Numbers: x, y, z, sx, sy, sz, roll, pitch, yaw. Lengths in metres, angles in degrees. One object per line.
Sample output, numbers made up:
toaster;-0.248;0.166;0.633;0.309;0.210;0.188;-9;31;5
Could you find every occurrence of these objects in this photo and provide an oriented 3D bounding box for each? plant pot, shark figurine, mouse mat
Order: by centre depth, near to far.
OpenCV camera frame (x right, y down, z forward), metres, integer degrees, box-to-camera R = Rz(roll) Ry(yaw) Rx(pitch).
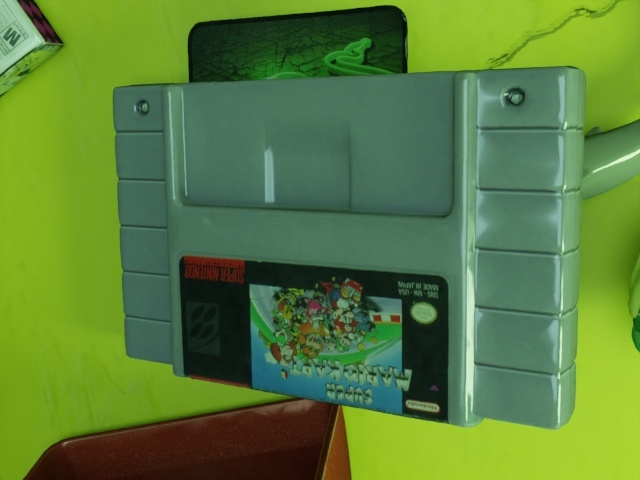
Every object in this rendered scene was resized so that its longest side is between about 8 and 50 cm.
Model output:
shark figurine;0.182;-0.067;0.576;0.278;0.116;0.166;-21;95;15
plant pot;-0.095;0.299;0.618;0.267;0.267;0.235;-13;108;12
mouse mat;-0.022;-0.095;0.637;0.190;0.007;0.152;2;98;26

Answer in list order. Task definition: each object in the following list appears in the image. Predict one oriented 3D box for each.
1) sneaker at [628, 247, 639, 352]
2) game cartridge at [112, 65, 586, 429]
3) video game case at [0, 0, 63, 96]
sneaker;0.359;0.059;0.578;0.296;0.109;0.123;12;126;6
game cartridge;0.000;0.000;0.590;0.355;0.068;0.230;4;95;30
video game case;-0.360;-0.195;0.693;0.210;0.042;0.232;-35;90;13
